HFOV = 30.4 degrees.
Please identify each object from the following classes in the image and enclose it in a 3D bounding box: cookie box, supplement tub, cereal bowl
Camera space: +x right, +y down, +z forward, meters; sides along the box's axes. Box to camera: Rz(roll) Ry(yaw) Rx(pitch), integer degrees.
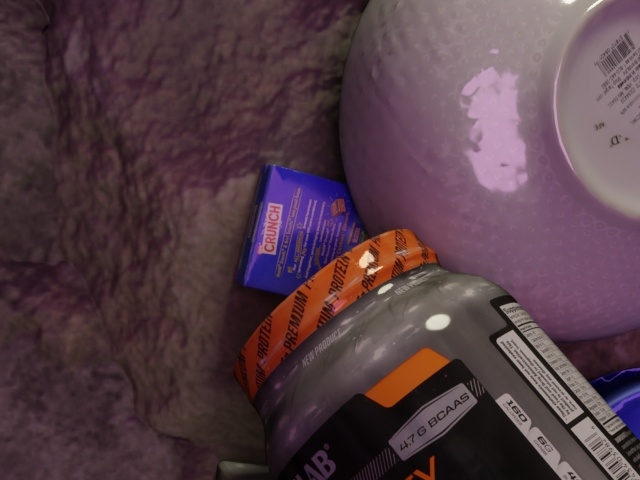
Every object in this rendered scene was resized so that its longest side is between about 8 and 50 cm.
[{"bbox_3d":[0.000,0.000,0.860,0.107,0.040,0.091,15,87,-16],"label":"cookie box"},{"bbox_3d":[0.098,0.157,0.720,0.194,0.193,0.316,-37,72,-10],"label":"supplement tub"},{"bbox_3d":[0.192,-0.088,0.837,0.339,0.141,0.338,-1,92,-22],"label":"cereal bowl"}]

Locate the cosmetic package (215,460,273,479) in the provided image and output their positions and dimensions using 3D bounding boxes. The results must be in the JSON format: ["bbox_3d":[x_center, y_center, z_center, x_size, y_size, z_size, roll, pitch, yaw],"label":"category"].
[{"bbox_3d":[-0.026,0.287,0.840,0.127,0.107,0.237,8,93,-14],"label":"cosmetic package"}]

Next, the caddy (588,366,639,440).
[{"bbox_3d":[0.239,0.255,0.877,0.241,0.179,0.341,31,85,9],"label":"caddy"}]
